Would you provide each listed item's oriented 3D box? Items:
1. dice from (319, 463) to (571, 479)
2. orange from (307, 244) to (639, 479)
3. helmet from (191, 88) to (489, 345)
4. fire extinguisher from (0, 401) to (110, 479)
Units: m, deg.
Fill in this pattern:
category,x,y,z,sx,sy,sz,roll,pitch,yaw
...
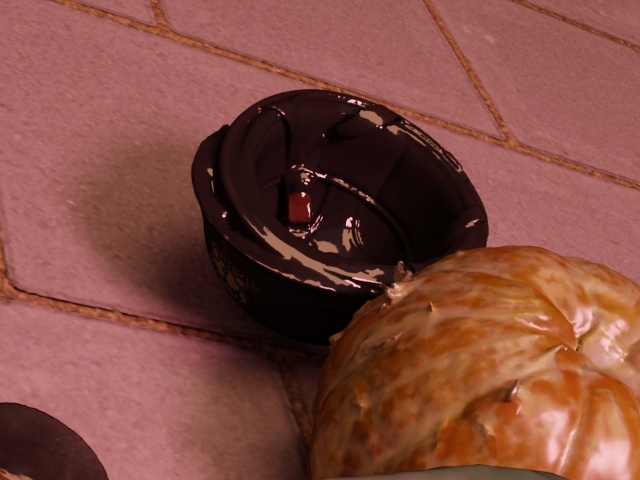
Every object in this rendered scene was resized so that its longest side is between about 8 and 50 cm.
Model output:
category,x,y,z,sx,sy,sz,roll,pitch,yaw
dice,-0.020,0.276,0.506,0.348,0.328,0.330,4,65,-48
orange,0.152,0.155,1.038,0.329,0.249,0.329,15,41,-13
helmet,0.000,0.000,1.226,0.278,0.160,0.230,-19,61,-38
fire extinguisher,-0.253,0.215,0.691,0.200,0.113,0.376,17,31,8
